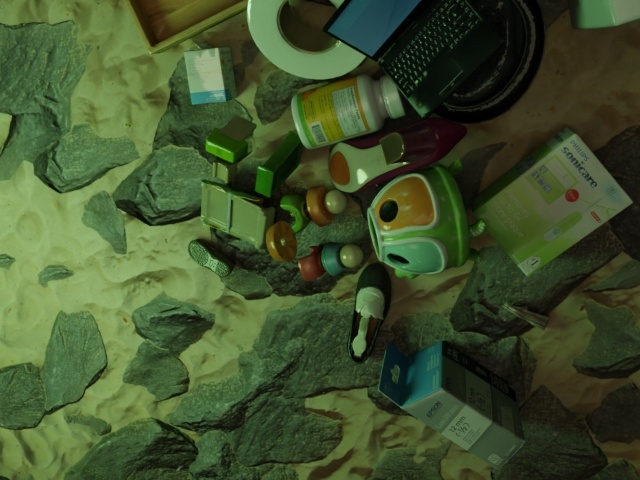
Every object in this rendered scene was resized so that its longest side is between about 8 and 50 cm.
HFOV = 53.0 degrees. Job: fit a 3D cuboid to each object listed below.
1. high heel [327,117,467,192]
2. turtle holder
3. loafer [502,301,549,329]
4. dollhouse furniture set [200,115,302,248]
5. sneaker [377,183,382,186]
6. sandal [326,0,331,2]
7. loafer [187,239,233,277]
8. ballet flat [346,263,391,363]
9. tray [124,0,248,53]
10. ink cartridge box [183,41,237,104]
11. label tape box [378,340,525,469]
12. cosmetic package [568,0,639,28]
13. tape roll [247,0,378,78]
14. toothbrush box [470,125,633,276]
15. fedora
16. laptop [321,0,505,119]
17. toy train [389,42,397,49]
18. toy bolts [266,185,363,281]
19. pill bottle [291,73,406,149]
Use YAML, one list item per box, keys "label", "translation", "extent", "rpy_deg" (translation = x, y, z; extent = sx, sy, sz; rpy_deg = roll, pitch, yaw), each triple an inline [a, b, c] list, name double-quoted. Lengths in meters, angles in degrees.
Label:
- label: "high heel"
  translation: [0.161, -0.190, 1.472]
  extent: [0.181, 0.377, 0.127]
  rpy_deg: [-14, 95, -27]
- label: "turtle holder"
  translation: [0.230, -0.036, 1.498]
  extent: [0.227, 0.320, 0.243]
  rpy_deg: [-15, 86, -2]
- label: "loafer"
  translation: [0.519, 0.182, 1.618]
  extent: [0.125, 0.045, 0.039]
  rpy_deg: [29, 94, -6]
- label: "dollhouse furniture set"
  translation: [-0.182, -0.149, 1.632]
  extent: [0.197, 0.151, 0.301]
  rpy_deg: [26, 139, 10]
- label: "sneaker"
  translation: [0.137, -0.185, 1.570]
  extent: [0.044, 0.040, 0.109]
  rpy_deg: [-13, 105, 13]
- label: "sandal"
  translation: [0.047, -0.644, 1.427]
  extent: [0.060, 0.090, 0.219]
  rpy_deg: [36, 120, 21]
- label: "loafer"
  translation: [-0.295, 0.049, 1.730]
  extent: [0.148, 0.050, 0.056]
  rpy_deg: [37, 108, 15]
- label: "ballet flat"
  translation: [0.126, 0.201, 1.669]
  extent: [0.095, 0.096, 0.280]
  rpy_deg: [11, 109, 8]
- label: "tray"
  translation: [-0.260, -0.615, 1.491]
  extent: [0.411, 0.076, 0.203]
  rpy_deg: [-20, 103, 16]
- label: "ink cartridge box"
  translation: [-0.265, -0.409, 1.548]
  extent: [0.090, 0.092, 0.143]
  rpy_deg: [-2, 108, 11]
- label: "label tape box"
  translation: [0.325, 0.372, 1.604]
  extent: [0.348, 0.249, 0.115]
  rpy_deg: [35, 111, -1]
- label: "cosmetic package"
  translation: [0.622, -0.591, 1.153]
  extent: [0.327, 0.393, 0.329]
  rpy_deg: [-13, 104, 15]
- label: "tape roll"
  translation: [-0.011, -0.496, 1.398]
  extent: [0.286, 0.100, 0.286]
  rpy_deg: [8, 140, 7]
- label: "toothbrush box"
  translation: [0.523, -0.089, 1.483]
  extent: [0.283, 0.122, 0.206]
  rpy_deg: [-39, 97, 18]
- label: "fedora"
  translation: [0.339, -0.414, 1.390]
  extent: [0.334, 0.152, 0.334]
  rpy_deg: [2, 107, 8]
- label: "laptop"
  translation: [0.183, -0.413, 1.289]
  extent: [0.234, 0.136, 0.264]
  rpy_deg: [-44, 78, 35]
- label: "toy train"
  translation: [0.176, -0.446, 1.490]
  extent: [0.083, 0.017, 0.023]
  rpy_deg: [28, 121, 1]
- label: "toy bolts"
  translation: [0.000, 0.000, 1.567]
  extent: [0.158, 0.218, 0.228]
  rpy_deg: [-12, 117, 29]
- label: "pill bottle"
  translation: [0.068, -0.307, 1.492]
  extent: [0.246, 0.136, 0.136]
  rpy_deg: [-14, 105, 15]
